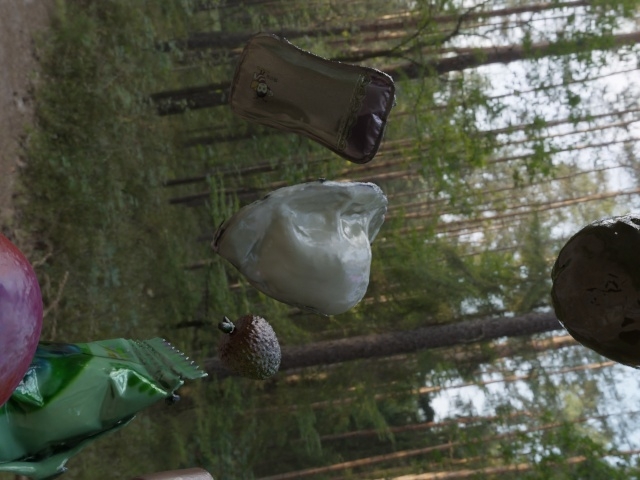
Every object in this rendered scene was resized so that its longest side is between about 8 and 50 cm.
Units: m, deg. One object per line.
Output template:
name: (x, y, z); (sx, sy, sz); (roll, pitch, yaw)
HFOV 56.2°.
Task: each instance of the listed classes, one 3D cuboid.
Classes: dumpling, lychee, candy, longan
dumpling: (0.000, 0.000, 0.653); (0.142, 0.172, 0.247); (52, 16, 28)
lychee: (-0.133, 0.194, 1.099); (0.146, 0.114, 0.114); (48, 3, -15)
candy: (-0.407, 0.233, 0.979); (0.263, 0.398, 0.171); (28, -57, 50)
longan: (0.844, 0.131, 1.589); (0.403, 0.436, 0.404); (-61, -171, 17)

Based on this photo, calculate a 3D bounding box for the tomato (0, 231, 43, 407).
tomato: (-0.392, 0.081, 0.523); (0.335, 0.176, 0.289); (37, 58, -44)

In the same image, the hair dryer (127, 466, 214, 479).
hair dryer: (-0.132, 0.327, 0.657); (0.182, 0.064, 0.117); (37, 6, 32)

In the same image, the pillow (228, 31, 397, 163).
pillow: (-0.014, -0.198, 0.827); (0.038, 0.233, 0.130); (-49, 160, -65)
